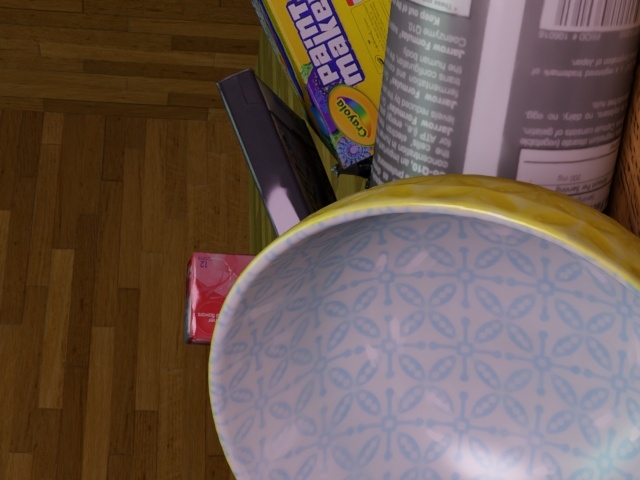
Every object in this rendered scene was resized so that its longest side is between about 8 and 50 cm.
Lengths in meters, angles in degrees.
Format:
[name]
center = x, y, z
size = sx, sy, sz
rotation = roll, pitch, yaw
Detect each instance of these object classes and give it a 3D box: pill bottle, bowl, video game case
[pill bottle]
center = 0.117, -0.078, 0.790
size = 0.161, 0.161, 0.283
rotation = -106, 21, -65
[bowl]
center = 0.099, 0.076, 0.678
size = 0.156, 0.289, 0.289
rotation = -48, -29, -54
[video game case]
center = 0.000, 0.000, 1.057
size = 0.248, 0.035, 0.274
rotation = 25, -137, -80

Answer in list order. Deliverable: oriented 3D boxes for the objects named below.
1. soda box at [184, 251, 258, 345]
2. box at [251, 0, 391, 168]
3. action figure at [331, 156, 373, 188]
[soda box]
center = -0.006, 0.065, 1.226
size = 0.083, 0.263, 0.092
rotation = 145, 128, -78
[box]
center = 0.021, -0.253, 1.076
size = 0.279, 0.177, 0.290
rotation = -116, 1, -74
[action figure]
center = 0.058, -0.069, 1.267
size = 0.275, 0.141, 0.164
rotation = -128, 37, -73
